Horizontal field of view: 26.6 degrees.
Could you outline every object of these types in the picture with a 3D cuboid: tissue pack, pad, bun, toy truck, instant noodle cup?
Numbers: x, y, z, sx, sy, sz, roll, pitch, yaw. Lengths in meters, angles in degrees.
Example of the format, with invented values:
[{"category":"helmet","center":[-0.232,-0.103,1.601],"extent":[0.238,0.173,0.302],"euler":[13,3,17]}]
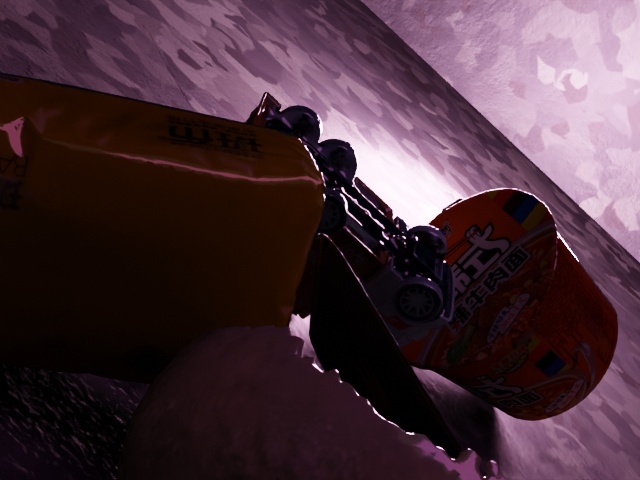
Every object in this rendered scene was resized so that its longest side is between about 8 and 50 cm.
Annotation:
[{"category":"tissue pack","center":[-0.150,-0.001,0.976],"extent":[0.270,0.192,0.134],"euler":[9,25,-14]},{"category":"pad","center":[0.048,0.182,1.097],"extent":[0.315,0.063,0.375],"euler":[57,-11,16]},{"category":"bun","center":[0.015,0.226,0.857],"extent":[0.364,0.202,0.364],"euler":[34,-16,11]},{"category":"toy truck","center":[0.000,0.000,1.479],"extent":[0.305,0.162,0.136],"euler":[42,27,-16]},{"category":"instant noodle cup","center":[0.232,0.090,1.644],"extent":[0.192,0.250,0.250],"euler":[39,16,-35]}]

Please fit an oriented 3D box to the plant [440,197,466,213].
[{"category":"plant","center":[0.200,0.021,1.889],"extent":[0.129,0.132,0.194],"euler":[44,13,16]}]
